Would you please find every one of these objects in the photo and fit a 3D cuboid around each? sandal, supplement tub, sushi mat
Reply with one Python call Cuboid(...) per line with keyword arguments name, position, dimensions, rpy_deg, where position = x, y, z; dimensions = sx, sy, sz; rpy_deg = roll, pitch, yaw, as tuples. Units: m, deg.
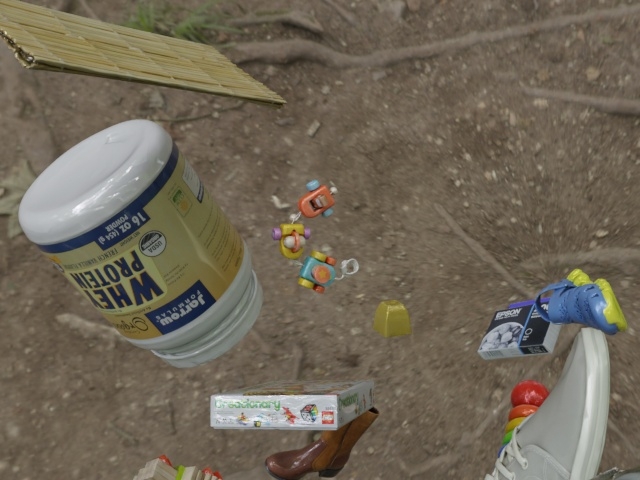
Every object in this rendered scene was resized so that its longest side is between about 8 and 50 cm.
Cuboid(name="sandal", position=(0.570, 0.151, 1.464), dimensions=(0.138, 0.317, 0.126), rpy_deg=(-22, 89, 5))
Cuboid(name="supplement tub", position=(-0.239, 0.013, 0.949), dimensions=(0.228, 0.316, 0.228), rpy_deg=(-20, 36, 16))
Cuboid(name="sushi mat", position=(-0.183, -0.186, 0.661), dimensions=(0.151, 0.316, 0.019), rpy_deg=(42, 116, 26))

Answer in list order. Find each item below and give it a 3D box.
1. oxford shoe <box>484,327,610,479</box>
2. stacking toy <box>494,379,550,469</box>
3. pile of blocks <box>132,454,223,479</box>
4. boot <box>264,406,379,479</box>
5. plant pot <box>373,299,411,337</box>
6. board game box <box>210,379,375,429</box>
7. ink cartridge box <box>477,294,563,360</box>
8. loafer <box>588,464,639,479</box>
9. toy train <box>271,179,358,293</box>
Cuboid(name="oxford shoe", position=(0.296, 0.330, 0.907), dimensions=(0.130, 0.169, 0.449), rpy_deg=(16, 103, 19))
Cuboid(name="stacking toy", position=(0.441, 0.438, 1.422), dimensions=(0.141, 0.330, 0.141), rpy_deg=(10, 130, 12))
Cuboid(name="pile of blocks", position=(-0.390, 0.760, 2.053), dimensions=(0.362, 0.112, 0.149), rpy_deg=(26, 134, -10))
Cuboid(name="boot", position=(0.003, 0.570, 1.879), dimensions=(0.280, 0.264, 0.096), rpy_deg=(-62, 27, 28))
Cuboid(name="plant pot", position=(0.196, 0.209, 1.803), dimensions=(0.081, 0.081, 0.083), rpy_deg=(-5, 102, -21))
Cuboid(name="board game box", position=(-0.030, 0.264, 1.085), dimensions=(0.193, 0.305, 0.053), rpy_deg=(-4, 82, 14))
Cuboid(name="ink cartridge box", position=(0.532, 0.214, 1.718), dimensions=(0.045, 0.208, 0.206), rpy_deg=(48, 143, -17))
Cuboid(name="loafer", position=(0.300, 0.262, 0.624), dimensions=(0.087, 0.251, 0.094), rpy_deg=(-16, 67, -9))
Cuboid(name="toy train", position=(0.000, 0.000, 0.998), dimensions=(0.125, 0.046, 0.166), rpy_deg=(-29, 107, -16))
